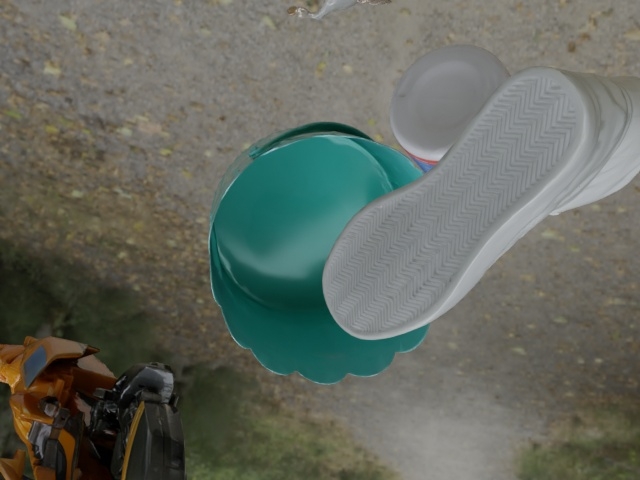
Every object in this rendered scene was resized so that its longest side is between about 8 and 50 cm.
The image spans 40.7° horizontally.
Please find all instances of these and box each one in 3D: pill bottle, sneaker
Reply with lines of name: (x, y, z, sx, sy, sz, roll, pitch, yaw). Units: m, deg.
pill bottle: (0.169, -0.097, 0.900, 0.124, 0.124, 0.221, -3, 159, 29)
sneaker: (0.138, -0.021, 0.677, 0.169, 0.108, 0.292, -11, 157, -44)

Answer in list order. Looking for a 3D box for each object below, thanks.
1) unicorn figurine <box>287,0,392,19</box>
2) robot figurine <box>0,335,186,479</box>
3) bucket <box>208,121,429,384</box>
unicorn figurine: (0.013, -0.277, 0.915, 0.111, 0.060, 0.162, -3, 170, 17)
robot figurine: (-0.145, 0.149, 0.448, 0.085, 0.211, 0.291, 18, 177, -23)
bucket: (0.000, 0.000, 0.975, 0.281, 0.281, 0.183, 17, -168, -15)
